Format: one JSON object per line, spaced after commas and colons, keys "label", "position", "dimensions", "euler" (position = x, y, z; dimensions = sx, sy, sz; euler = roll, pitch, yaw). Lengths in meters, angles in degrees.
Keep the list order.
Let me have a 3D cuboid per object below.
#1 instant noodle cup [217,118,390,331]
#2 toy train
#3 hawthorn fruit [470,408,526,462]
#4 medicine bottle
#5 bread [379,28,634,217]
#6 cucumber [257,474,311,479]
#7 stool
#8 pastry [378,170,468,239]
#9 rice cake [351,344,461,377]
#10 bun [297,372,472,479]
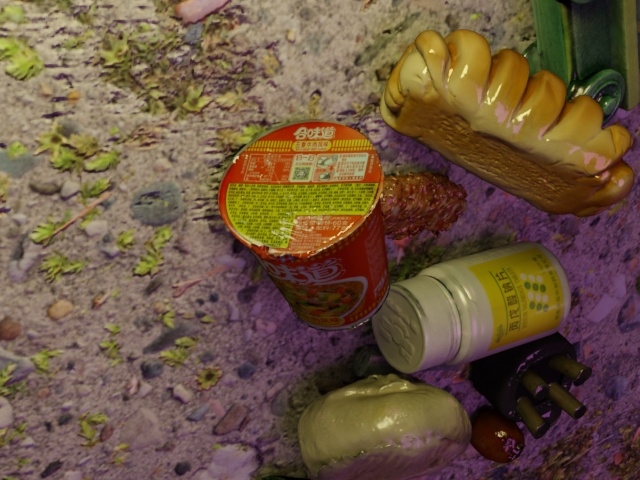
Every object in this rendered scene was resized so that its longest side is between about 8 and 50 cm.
{"label": "instant noodle cup", "position": [0.000, 0.000, 1.294], "dimensions": [0.193, 0.193, 0.212], "euler": [-36, 143, -12]}
{"label": "toy train", "position": [0.338, -0.302, 1.369], "dimensions": [0.237, 0.150, 0.369], "euler": [-38, 137, -19]}
{"label": "hawthorn fruit", "position": [0.286, 0.317, 1.787], "dimensions": [0.081, 0.093, 0.081], "euler": [-19, 127, -26]}
{"label": "medicine bottle", "position": [0.206, 0.092, 1.534], "dimensions": [0.258, 0.143, 0.143], "euler": [-14, 127, -29]}
{"label": "bread", "position": [0.225, -0.137, 1.311], "dimensions": [0.311, 0.173, 0.121], "euler": [28, 64, -11]}
{"label": "cucumber", "position": [-0.039, 0.369, 1.588], "dimensions": [0.115, 0.062, 0.116], "euler": [14, 135, -43]}
{"label": "stool", "position": [0.342, 0.218, 1.731], "dimensions": [0.228, 0.139, 0.153], "euler": [32, 99, -43]}
{"label": "pastry", "position": [0.114, -0.051, 1.425], "dimensions": [0.169, 0.063, 0.087], "euler": [-4, 130, -42]}
{"label": "rice cake", "position": [0.135, 0.170, 1.609], "dimensions": [0.211, 0.034, 0.043], "euler": [1, 121, -39]}
{"label": "bun", "position": [0.088, 0.256, 1.538], "dimensions": [0.239, 0.141, 0.239], "euler": [-8, 160, -3]}
